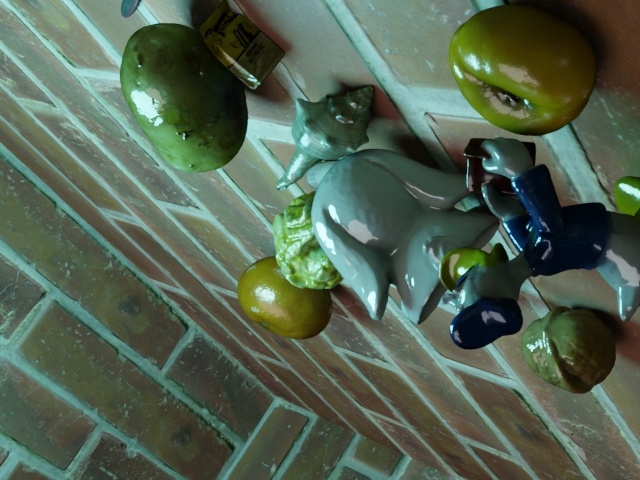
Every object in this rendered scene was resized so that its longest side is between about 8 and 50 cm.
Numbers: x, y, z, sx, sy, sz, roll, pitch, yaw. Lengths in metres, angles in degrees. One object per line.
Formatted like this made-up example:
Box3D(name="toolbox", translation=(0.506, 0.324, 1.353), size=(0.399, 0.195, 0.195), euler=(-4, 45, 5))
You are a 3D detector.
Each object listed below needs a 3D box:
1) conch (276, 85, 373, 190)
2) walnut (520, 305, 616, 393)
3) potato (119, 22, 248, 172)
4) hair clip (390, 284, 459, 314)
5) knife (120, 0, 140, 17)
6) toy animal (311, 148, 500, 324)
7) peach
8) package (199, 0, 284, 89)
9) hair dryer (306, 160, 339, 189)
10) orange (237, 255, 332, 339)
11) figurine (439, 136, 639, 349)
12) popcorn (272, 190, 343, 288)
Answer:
Box3D(name="conch", translation=(0.009, -0.179, 1.551), size=(0.234, 0.137, 0.114), euler=(-24, 94, 59))
Box3D(name="walnut", translation=(0.429, 0.189, 1.697), size=(0.166, 0.149, 0.166), euler=(6, 149, 3))
Box3D(name="potato", translation=(-0.218, -0.239, 1.610), size=(0.173, 0.210, 0.307), euler=(6, 161, 16))
Box3D(name="hair clip", translation=(0.222, 0.071, 1.847), size=(0.331, 0.085, 0.101), euler=(21, 156, 52))
Box3D(name="knife", translation=(-0.301, -0.419, 1.616), size=(0.035, 0.018, 0.247), euler=(40, 158, -9))
Box3D(name="toy animal", translation=(0.114, -0.031, 1.543), size=(0.265, 0.272, 0.206), euler=(41, -175, 13))
Box3D(name="peach", translation=(0.229, -0.196, 1.130), size=(0.179, 0.103, 0.179), euler=(31, 163, 11))
Box3D(name="package", translation=(-0.125, -0.301, 1.520), size=(0.131, 0.071, 0.047), euler=(39, 163, -18))
Box3D(name="hair dryer", translation=(0.103, -0.063, 1.758), size=(0.220, 0.054, 0.195), euler=(43, 159, -28))
Box3D(name="orange", translation=(-0.082, 0.134, 2.380), size=(0.240, 0.171, 0.240), euler=(26, 160, 10))
Box3D(name="figurine", translation=(0.256, -0.011, 1.146), size=(0.283, 0.338, 0.204), euler=(43, 160, 12))
Box3D(name="popcorn", translation=(0.001, -0.001, 1.895), size=(0.167, 0.185, 0.187), euler=(-24, 98, 47))
